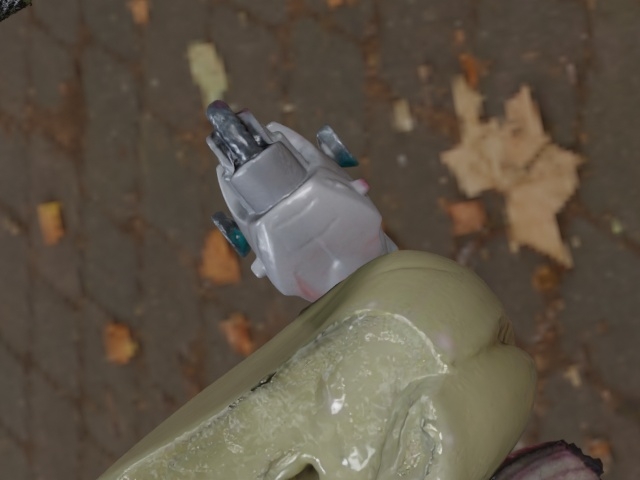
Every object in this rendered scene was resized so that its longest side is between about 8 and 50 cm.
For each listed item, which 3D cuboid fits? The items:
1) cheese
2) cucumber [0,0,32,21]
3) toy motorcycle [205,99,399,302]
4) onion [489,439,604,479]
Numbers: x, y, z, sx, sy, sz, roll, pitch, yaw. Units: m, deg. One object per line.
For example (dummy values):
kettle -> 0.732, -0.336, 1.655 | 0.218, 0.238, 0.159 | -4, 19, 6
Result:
cheese -> -0.007, 0.117, 1.039 | 0.266, 0.233, 0.127 | -39, 91, 25
cucumber -> -0.312, -0.171, 1.598 | 0.039, 0.163, 0.043 | 64, 180, -4
toy motorcycle -> 0.000, 0.000, 1.361 | 0.171, 0.110, 0.260 | 53, -178, 27
onion -> 0.155, 0.299, 1.654 | 0.250, 0.247, 0.111 | 56, 162, -27
